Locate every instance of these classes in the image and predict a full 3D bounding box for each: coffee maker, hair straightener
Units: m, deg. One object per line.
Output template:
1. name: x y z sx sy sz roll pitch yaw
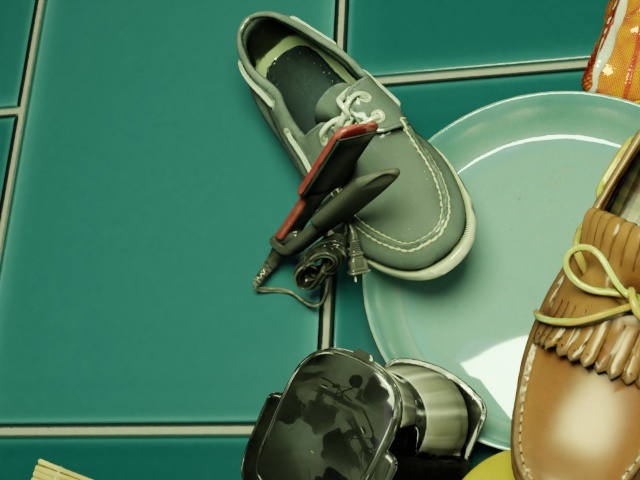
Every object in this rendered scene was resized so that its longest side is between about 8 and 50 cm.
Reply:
1. coffee maker: 0.035 0.166 0.789 0.120 0.178 0.171 -2 81 26
2. hair straightener: 0.000 0.000 0.892 0.047 0.230 0.089 -14 69 -35

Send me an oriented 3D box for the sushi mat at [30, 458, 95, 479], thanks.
1. sushi mat: -0.128 0.298 0.892 0.317 0.019 0.151 16 71 20

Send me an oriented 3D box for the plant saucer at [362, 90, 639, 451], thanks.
1. plant saucer: 0.194 0.025 0.910 0.318 0.043 0.317 -5 66 12

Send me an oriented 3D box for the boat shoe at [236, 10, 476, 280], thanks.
1. boat shoe: 0.016 -0.090 0.939 0.116 0.099 0.319 -39 50 5

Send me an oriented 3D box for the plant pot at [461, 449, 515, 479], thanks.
1. plant pot: 0.140 0.208 0.828 0.081 0.081 0.083 28 67 24

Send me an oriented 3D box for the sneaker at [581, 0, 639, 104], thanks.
1. sneaker: 0.287 -0.194 0.977 0.067 0.064 0.175 22 79 1

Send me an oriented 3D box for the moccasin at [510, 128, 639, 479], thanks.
1. moccasin: 0.243 0.021 0.792 0.139 0.147 0.380 28 77 23
